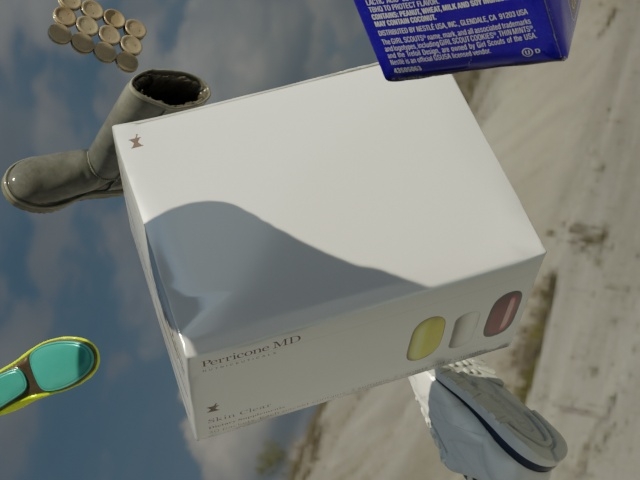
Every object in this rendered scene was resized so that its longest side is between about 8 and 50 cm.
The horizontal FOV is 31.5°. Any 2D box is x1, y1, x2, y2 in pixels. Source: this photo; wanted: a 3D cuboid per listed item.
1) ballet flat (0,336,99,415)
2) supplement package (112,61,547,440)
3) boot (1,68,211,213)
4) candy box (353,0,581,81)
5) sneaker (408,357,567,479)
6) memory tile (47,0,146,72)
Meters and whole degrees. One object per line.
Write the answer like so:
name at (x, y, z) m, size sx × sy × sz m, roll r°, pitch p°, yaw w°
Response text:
ballet flat at (-0.406, 0.195, 1.645) m, size 0.077 × 0.231 × 0.077 m, roll 68°, pitch -163°, yaw 7°
supplement package at (0.000, 0.000, 0.856) m, size 0.145 × 0.262 × 0.204 m, roll 93°, pitch 159°, yaw -57°
boot at (-0.243, -0.112, 1.278) m, size 0.190 × 0.208 × 0.076 m, roll -17°, pitch -101°, yaw -38°
candy box at (0.065, -0.295, 0.629) m, size 0.317 × 0.122 × 0.268 m, roll 64°, pitch -146°, yaw -37°
sneaker at (0.139, 0.175, 1.126) m, size 0.235 × 0.090 × 0.094 m, roll 49°, pitch 123°, yaw 47°
memory tile at (-0.345, -0.324, 1.759) m, size 0.012 × 0.148 × 0.113 m, roll -44°, pitch 33°, yaw 47°
